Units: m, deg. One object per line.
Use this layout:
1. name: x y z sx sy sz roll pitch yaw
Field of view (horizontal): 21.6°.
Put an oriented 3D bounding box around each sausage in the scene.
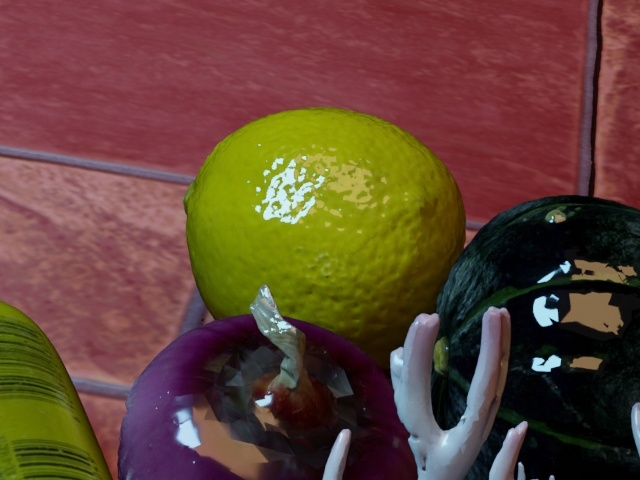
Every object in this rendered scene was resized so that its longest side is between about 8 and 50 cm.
1. sausage: -0.175 0.144 0.921 0.123 0.123 0.347 -9 37 -19

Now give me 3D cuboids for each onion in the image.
1. onion: -0.028 0.124 0.953 0.177 0.153 0.177 13 64 -30

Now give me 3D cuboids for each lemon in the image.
1. lemon: 0.000 0.000 1.103 0.203 0.178 0.178 16 37 16

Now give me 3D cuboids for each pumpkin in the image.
1. pumpkin: 0.144 0.080 0.976 0.162 0.220 0.220 11 35 -6

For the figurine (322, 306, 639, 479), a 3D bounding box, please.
1. figurine: 0.118 0.216 0.751 0.206 0.284 0.316 12 26 -52
